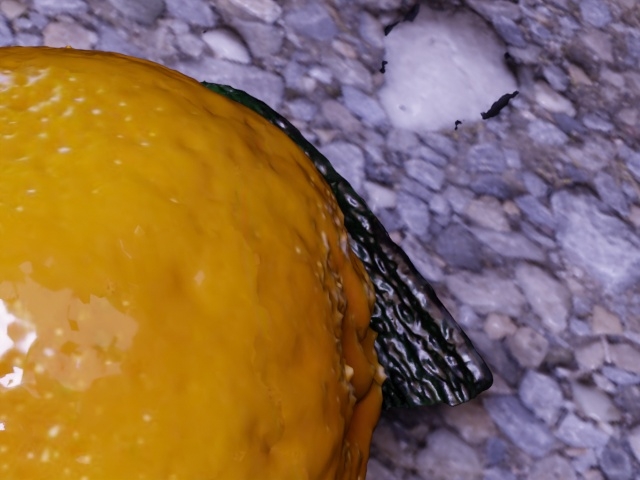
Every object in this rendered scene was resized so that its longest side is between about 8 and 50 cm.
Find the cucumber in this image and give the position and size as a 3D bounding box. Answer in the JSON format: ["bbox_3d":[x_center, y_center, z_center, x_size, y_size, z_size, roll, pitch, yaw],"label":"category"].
[{"bbox_3d":[0.001,-0.001,1.086,0.077,0.077,0.265,-31,80,-32],"label":"cucumber"}]

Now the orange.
[{"bbox_3d":[-0.116,0.073,0.838,0.293,0.340,0.340,-9,65,4],"label":"orange"}]
